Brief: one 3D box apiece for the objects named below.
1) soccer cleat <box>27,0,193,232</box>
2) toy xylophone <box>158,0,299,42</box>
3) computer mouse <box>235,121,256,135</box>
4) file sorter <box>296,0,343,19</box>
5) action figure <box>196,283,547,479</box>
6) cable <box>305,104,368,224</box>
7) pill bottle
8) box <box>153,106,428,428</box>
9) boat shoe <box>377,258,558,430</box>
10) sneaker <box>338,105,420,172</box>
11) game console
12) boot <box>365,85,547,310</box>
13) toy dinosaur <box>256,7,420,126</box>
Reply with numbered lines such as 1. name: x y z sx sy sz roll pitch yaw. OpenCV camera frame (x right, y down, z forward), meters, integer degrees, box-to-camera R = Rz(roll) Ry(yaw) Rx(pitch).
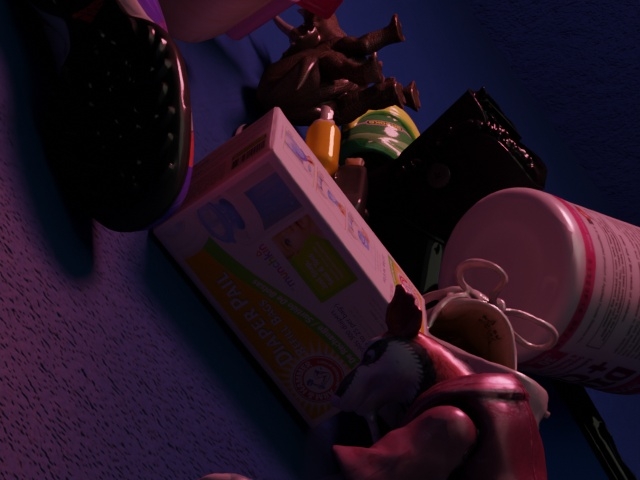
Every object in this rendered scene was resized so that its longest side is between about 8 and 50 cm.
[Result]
1. soccer cleat: -0.139 -0.117 1.249 0.116 0.108 0.318 47 15 -49
2. toy xylophone: -0.130 -0.315 1.501 0.081 0.236 0.322 -43 109 -39
3. computer mouse: -0.048 -0.066 1.556 0.106 0.042 0.193 53 15 -17
4. file sorter: -0.066 -0.396 1.709 0.291 0.202 0.182 24 29 -32
5. action figure: 0.105 0.199 1.081 0.248 0.276 0.370 7 67 -58
6. cable: 0.000 0.000 1.570 0.287 0.072 0.139 -75 166 -58
7. pill bottle: 0.257 0.057 1.629 0.283 0.160 0.160 16 41 -43
8. box: -0.019 0.022 1.323 0.203 0.114 0.103 52 14 -17
9. boat shoe: 0.116 0.093 1.401 0.136 0.156 0.367 26 5 -4
10. sneaker: 0.101 -0.004 1.850 0.295 0.109 0.123 54 33 -11
11. game console: 0.213 0.254 1.692 0.293 0.173 0.250 61 -27 10
12. boot: 0.129 -0.007 1.685 0.094 0.207 0.246 30 31 -53
13. toy dinosaur: 0.002 -0.156 1.753 0.313 0.160 0.121 -61 136 -63
